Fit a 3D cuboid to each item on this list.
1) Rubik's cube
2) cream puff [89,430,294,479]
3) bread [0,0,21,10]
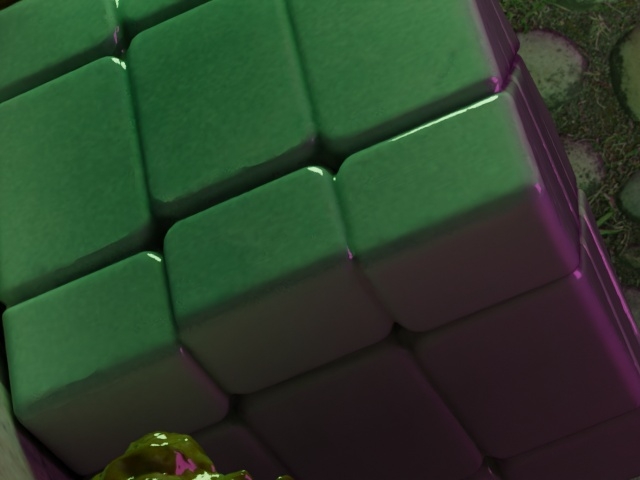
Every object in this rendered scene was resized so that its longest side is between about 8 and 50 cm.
[{"bbox_3d":[0.000,0.000,1.165,0.319,0.316,0.322,54,16,-49],"label":"Rubik's cube"},{"bbox_3d":[-0.068,0.173,0.911,0.156,0.156,0.121,59,47,-34],"label":"cream puff"},{"bbox_3d":[-0.227,-0.289,1.523,0.110,0.184,0.234,62,3,-48],"label":"bread"}]
